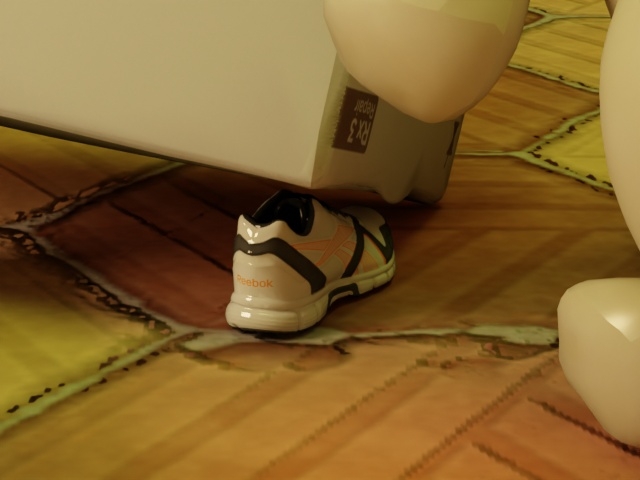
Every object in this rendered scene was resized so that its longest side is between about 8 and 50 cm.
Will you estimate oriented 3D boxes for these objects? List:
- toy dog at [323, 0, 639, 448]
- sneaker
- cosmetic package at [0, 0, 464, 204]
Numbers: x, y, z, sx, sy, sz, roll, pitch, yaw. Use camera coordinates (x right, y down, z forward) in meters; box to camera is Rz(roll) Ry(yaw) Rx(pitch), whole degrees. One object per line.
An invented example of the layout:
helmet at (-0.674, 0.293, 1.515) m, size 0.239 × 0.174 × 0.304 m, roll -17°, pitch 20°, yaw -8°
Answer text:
toy dog at (0.203, -0.077, 0.486) m, size 0.395 × 0.284 × 0.408 m, roll -15°, pitch 17°, yaw 23°
sneaker at (0.000, 0.000, 0.669) m, size 0.040 × 0.044 × 0.109 m, roll 5°, pitch 16°, yaw 21°
cosmetic package at (-0.132, -0.127, 0.736) m, size 0.385 × 0.156 × 0.217 m, roll 12°, pitch 3°, yaw 13°
